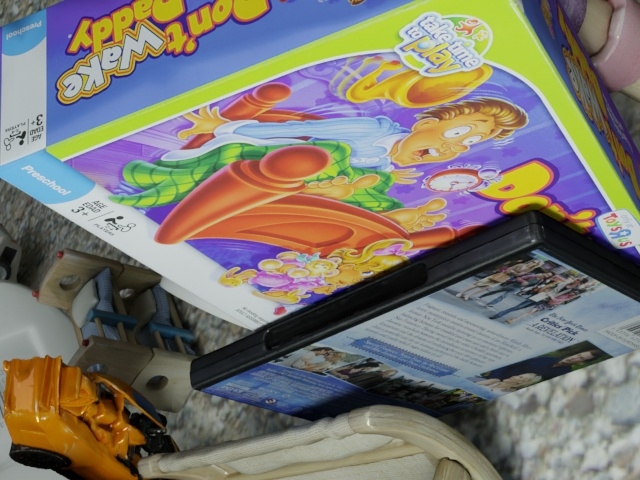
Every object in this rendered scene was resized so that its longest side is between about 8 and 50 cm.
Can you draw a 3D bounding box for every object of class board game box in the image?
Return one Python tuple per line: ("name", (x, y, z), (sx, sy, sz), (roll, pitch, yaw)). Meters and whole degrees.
("board game box", (0.034, -0.033, 0.606), (0.233, 0.347, 0.078), (-18, 61, 22))

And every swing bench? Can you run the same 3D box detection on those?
("swing bench", (-0.002, 0.256, 0.755), (0.253, 0.165, 0.255), (-21, 55, 47))

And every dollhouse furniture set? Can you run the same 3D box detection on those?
("dollhouse furniture set", (-0.156, 0.039, 1.052), (0.184, 0.129, 0.129), (-54, 41, 24))

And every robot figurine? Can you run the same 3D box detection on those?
("robot figurine", (-0.158, 0.211, 0.896), (0.085, 0.291, 0.211), (-6, 60, 19))

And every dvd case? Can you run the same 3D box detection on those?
("dvd case", (0.071, 0.061, 0.686), (0.253, 0.180, 0.022), (-26, 56, 35))

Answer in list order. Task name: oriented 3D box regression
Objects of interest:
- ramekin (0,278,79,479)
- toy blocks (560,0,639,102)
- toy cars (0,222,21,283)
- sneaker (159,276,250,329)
("ramekin", (-0.336, 0.169, 1.124), (0.135, 0.277, 0.277), (-28, 56, 34))
("toy blocks", (0.090, -0.239, 0.737), (0.309, 0.260, 0.289), (14, 88, 53))
("toy cars", (-0.412, 0.165, 1.374), (0.176, 0.087, 0.394), (-21, 58, 41))
("sneaker", (0.000, 0.000, 0.900), (0.292, 0.108, 0.169), (13, 85, 43))
